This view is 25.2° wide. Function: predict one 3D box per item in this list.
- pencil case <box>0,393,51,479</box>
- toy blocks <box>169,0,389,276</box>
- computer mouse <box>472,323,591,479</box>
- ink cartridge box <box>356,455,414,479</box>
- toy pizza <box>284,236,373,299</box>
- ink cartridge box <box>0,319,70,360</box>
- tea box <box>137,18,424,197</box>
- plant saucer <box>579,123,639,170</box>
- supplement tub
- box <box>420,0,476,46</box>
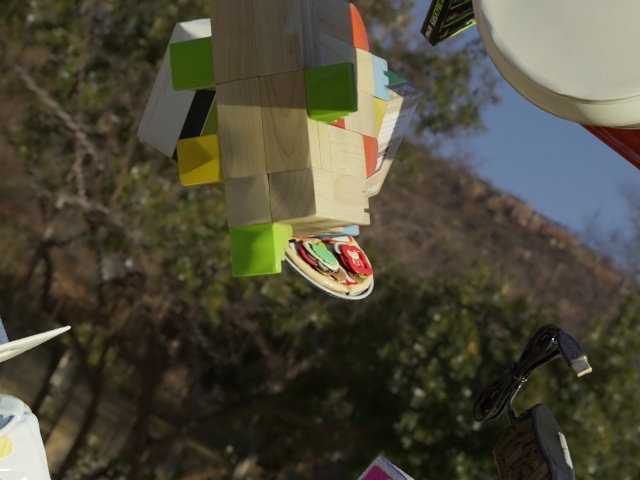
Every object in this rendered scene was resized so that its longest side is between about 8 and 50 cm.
[{"bbox_3d":[-0.273,0.275,1.277,0.124,0.273,0.113,-13,18,17],"label":"pencil case"},{"bbox_3d":[-0.011,-0.153,1.506,0.191,0.381,0.261,-7,-5,22],"label":"toy blocks"},{"bbox_3d":[0.268,0.221,1.646,0.060,0.184,0.262,24,28,-23],"label":"computer mouse"},{"bbox_3d":[0.067,0.389,1.873,0.065,0.186,0.311,40,-4,24],"label":"ink cartridge box"},{"bbox_3d":[0.000,0.000,1.994,0.201,0.032,0.201,33,27,-19],"label":"toy pizza"},{"bbox_3d":[-0.442,0.105,1.356,0.119,0.353,0.207,69,18,3],"label":"ink cartridge box"},{"bbox_3d":[-0.062,-0.211,2.374,0.323,0.220,0.329,33,27,18],"label":"tea box"},{"bbox_3d":[0.406,-0.147,1.603,0.258,0.048,0.259,38,-32,6],"label":"plant saucer"},{"bbox_3d":[0.254,-0.210,1.210,0.228,0.228,0.316,25,10,14],"label":"supplement tub"},{"bbox_3d":[0.268,-0.429,2.396,0.045,0.191,0.184,52,-24,15],"label":"box"}]
